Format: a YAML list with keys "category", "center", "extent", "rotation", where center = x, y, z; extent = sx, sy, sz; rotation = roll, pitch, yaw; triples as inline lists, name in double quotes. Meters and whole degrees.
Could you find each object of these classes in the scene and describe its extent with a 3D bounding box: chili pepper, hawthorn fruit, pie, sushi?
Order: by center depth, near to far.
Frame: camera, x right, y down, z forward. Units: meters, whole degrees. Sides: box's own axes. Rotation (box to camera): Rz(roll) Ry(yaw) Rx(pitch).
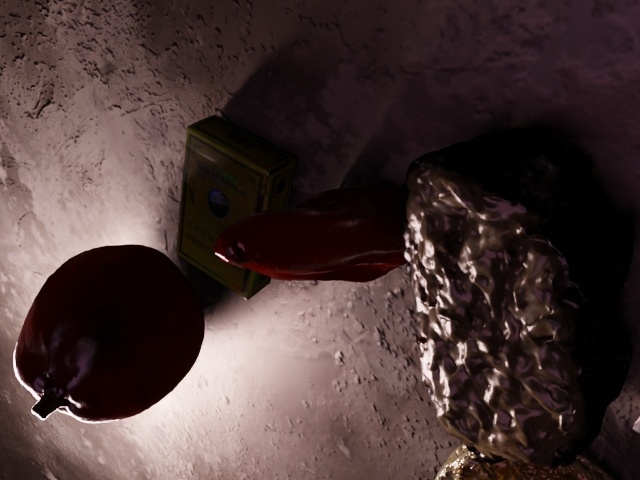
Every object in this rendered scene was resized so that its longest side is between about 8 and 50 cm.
- category: "sushi"
  center: [0.192, 0.067, 0.681]
  extent: [0.211, 0.171, 0.350]
  rotation: [4, 117, 38]
- category: "chili pepper"
  center: [0.000, 0.000, 0.743]
  extent: [0.144, 0.252, 0.136]
  rotation: [33, 113, 28]
- category: "pie"
  center: [0.275, 0.359, 0.871]
  extent: [0.274, 0.055, 0.274]
  rotation: [15, 122, 25]
- category: "hawthorn fruit"
  center: [-0.333, 0.152, 1.045]
  extent: [0.265, 0.307, 0.265]
  rotation: [17, 129, 22]

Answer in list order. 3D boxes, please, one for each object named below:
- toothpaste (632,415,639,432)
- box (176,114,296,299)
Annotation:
- category: "toothpaste"
  center: [0.366, 0.136, 0.686]
  extent: [0.048, 0.031, 0.190]
  rotation: [21, 129, 26]
- category: "box"
  center: [-0.122, -0.043, 0.933]
  extent: [0.141, 0.064, 0.220]
  rotation: [32, 129, 20]
